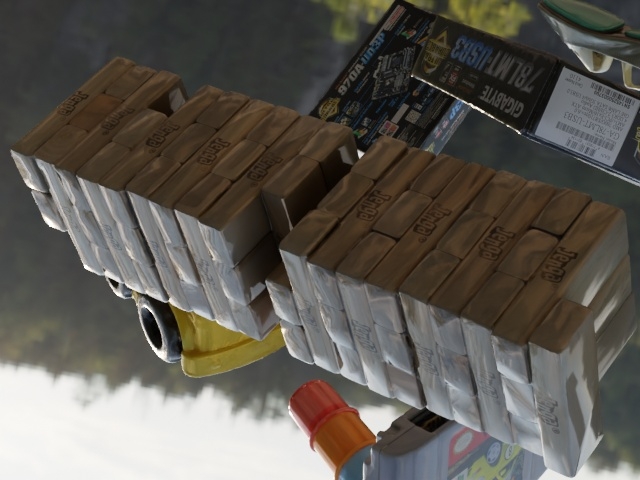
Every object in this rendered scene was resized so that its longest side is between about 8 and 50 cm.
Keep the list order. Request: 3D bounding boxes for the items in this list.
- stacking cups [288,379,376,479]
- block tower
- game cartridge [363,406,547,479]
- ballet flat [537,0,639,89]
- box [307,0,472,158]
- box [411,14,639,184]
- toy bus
[{"bbox_3d":[0.061,0.287,1.623,0.096,0.096,0.316,12,-155,-48],"label":"stacking cups"},{"bbox_3d":[0.000,0.000,0.700,0.335,0.097,0.091,22,146,33],"label":"block tower"},{"bbox_3d":[0.158,0.229,1.460,0.060,0.196,0.294,29,-138,34],"label":"game cartridge"},{"bbox_3d":[0.309,-0.197,1.435,0.213,0.068,0.072,26,-149,36],"label":"ballet flat"},{"bbox_3d":[0.111,-0.197,1.817,0.175,0.220,0.051,30,168,33],"label":"box"},{"bbox_3d":[0.258,-0.097,1.213,0.293,0.073,0.295,23,-171,-20],"label":"box"},{"bbox_3d":[-0.118,-0.017,1.294,0.149,0.211,0.220,-23,-132,-22],"label":"toy bus"}]
